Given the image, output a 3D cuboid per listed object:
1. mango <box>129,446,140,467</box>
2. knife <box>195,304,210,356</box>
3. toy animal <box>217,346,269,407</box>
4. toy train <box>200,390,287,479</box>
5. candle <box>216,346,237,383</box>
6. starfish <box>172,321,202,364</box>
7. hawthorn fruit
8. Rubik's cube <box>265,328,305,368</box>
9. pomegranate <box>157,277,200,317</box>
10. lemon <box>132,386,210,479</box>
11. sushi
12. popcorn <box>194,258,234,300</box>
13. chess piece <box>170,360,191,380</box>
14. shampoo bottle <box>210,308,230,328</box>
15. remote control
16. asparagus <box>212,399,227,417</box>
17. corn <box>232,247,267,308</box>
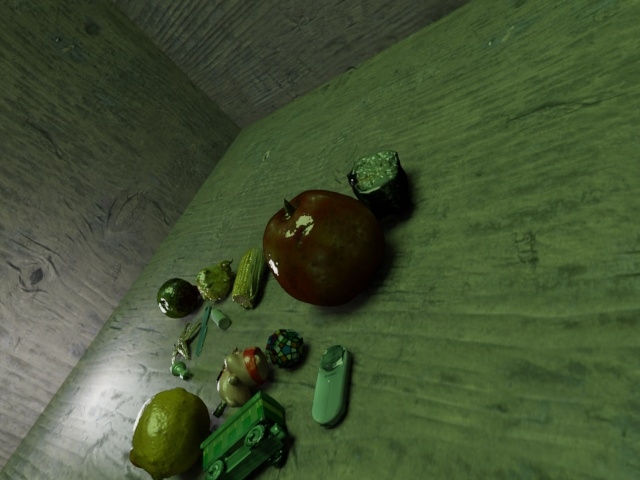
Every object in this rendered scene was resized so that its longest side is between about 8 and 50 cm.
[{"bbox_3d":[-0.586,0.729,1.767,0.253,0.113,0.138,-41,23,-5],"label":"mango"},{"bbox_3d":[-0.536,0.408,2.227,0.044,0.019,0.313,-31,33,23],"label":"knife"},{"bbox_3d":[-0.257,0.448,1.627,0.198,0.171,0.171,-57,28,-6],"label":"toy animal"},{"bbox_3d":[-0.222,0.602,1.414,0.301,0.120,0.202,-43,24,7],"label":"toy train"},{"bbox_3d":[-0.342,0.478,1.838,0.053,0.048,0.162,6,49,15],"label":"candle"},{"bbox_3d":[-0.621,0.459,2.242,0.138,0.050,0.247,-28,35,28],"label":"starfish"},{"bbox_3d":[0.000,0.000,1.608,0.402,0.403,0.403,-34,30,23],"label":"hawthorn fruit"},{"bbox_3d":[-0.115,0.356,1.593,0.133,0.133,0.112,-53,3,-12],"label":"Rubik's cube"},{"bbox_3d":[-0.695,0.284,2.462,0.214,0.214,0.247,-19,1,42],"label":"pomegranate"},{"bbox_3d":[-0.494,0.640,1.611,0.253,0.253,0.310,-31,38,28],"label":"lemon"},{"bbox_3d":[0.220,-0.199,1.788,0.210,0.171,0.350,-20,30,9],"label":"sushi"},{"bbox_3d":[-0.491,0.190,2.315,0.195,0.174,0.168,-32,58,-29],"label":"popcorn"},{"bbox_3d":[-0.584,0.556,2.050,0.103,0.067,0.067,13,63,49],"label":"chess piece"},{"bbox_3d":[-0.456,0.339,2.159,0.056,0.056,0.195,-52,29,-10],"label":"shampoo bottle"},{"bbox_3d":[0.034,0.407,1.379,0.104,0.052,0.247,-26,33,32],"label":"remote control"},{"bbox_3d":[-0.326,0.550,1.723,0.036,0.030,0.165,-17,38,60],"label":"asparagus"},{"bbox_3d":[-0.305,0.164,2.128,0.123,0.122,0.305,-5,45,14],"label":"corn"}]
